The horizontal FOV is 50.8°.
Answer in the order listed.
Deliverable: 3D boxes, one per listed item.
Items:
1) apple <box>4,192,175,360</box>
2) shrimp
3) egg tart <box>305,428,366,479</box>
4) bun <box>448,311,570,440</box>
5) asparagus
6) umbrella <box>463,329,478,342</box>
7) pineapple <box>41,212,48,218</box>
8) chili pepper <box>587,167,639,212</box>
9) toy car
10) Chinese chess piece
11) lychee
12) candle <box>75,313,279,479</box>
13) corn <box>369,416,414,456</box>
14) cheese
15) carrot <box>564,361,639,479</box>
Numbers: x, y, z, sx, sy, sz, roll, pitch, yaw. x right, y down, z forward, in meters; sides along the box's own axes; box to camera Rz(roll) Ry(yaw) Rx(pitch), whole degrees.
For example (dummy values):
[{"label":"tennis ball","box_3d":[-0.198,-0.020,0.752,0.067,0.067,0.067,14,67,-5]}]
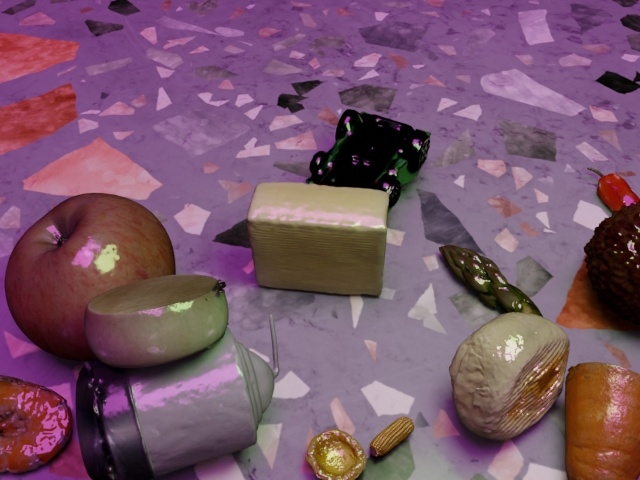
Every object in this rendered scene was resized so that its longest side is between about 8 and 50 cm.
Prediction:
[{"label":"apple","box_3d":[-0.440,0.056,1.293,0.345,0.269,0.344,-1,48,1]},{"label":"shrimp","box_3d":[-0.593,0.315,1.199,0.317,0.062,0.164,16,52,11]},{"label":"egg tart","box_3d":[0.027,0.375,1.155,0.105,0.039,0.105,0,48,0]},{"label":"bun","box_3d":[0.323,0.233,1.187,0.244,0.244,0.153,-31,34,-25]},{"label":"asparagus","box_3d":[0.351,0.089,1.393,0.080,0.080,0.287,-29,50,-24]},{"label":"umbrella","box_3d":[0.325,0.199,1.309,0.143,0.062,0.067,-32,85,-27]},{"label":"pineapple","box_3d":[-0.590,0.016,1.470,0.074,0.074,0.159,-2,56,-2]},{"label":"chili pepper","box_3d":[0.710,-0.086,1.566,0.071,0.063,0.272,-25,54,-5]},{"label":"toy car","box_3d":[0.123,-0.174,1.576,0.213,0.176,0.358,21,54,19]},{"label":"Chinese chess piece","box_3d":[-0.260,0.125,1.091,0.238,0.092,0.238,-8,11,2]},{"label":"lychee","box_3d":[0.657,0.043,1.304,0.264,0.264,0.300,-3,12,-3]},{"label":"candle","box_3d":[-0.221,0.270,1.134,0.342,0.221,0.221,-12,49,-13]},{"label":"corn","box_3d":[0.125,0.345,1.185,0.092,0.037,0.037,-31,55,-26]},{"label":"cheese","box_3d":[0.000,0.000,1.360,0.265,0.242,0.124,5,48,5]},{"label":"carrot","box_3d":[0.466,0.337,1.121,0.159,0.159,0.225,18,68,16]}]
